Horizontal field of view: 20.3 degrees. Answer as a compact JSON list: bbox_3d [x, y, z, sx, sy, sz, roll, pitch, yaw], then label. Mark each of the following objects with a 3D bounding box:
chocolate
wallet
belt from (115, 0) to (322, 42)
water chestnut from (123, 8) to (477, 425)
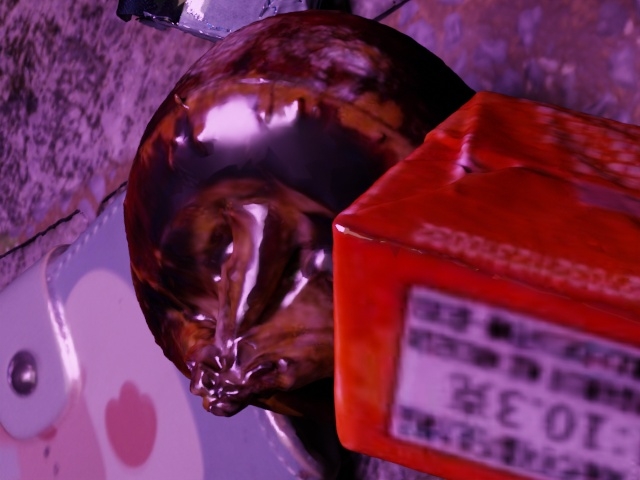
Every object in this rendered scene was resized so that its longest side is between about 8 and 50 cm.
[{"bbox_3d":[0.137,0.032,0.728,0.237,0.235,0.108,17,110,12],"label":"chocolate"},{"bbox_3d":[-0.149,0.130,1.145,0.360,0.083,0.252,-40,61,32],"label":"wallet"},{"bbox_3d":[-0.062,-0.149,1.092,0.140,0.105,0.058,18,95,33],"label":"belt"},{"bbox_3d":[0.000,0.000,0.924,0.223,0.238,0.224,12,125,18],"label":"water chestnut"}]
